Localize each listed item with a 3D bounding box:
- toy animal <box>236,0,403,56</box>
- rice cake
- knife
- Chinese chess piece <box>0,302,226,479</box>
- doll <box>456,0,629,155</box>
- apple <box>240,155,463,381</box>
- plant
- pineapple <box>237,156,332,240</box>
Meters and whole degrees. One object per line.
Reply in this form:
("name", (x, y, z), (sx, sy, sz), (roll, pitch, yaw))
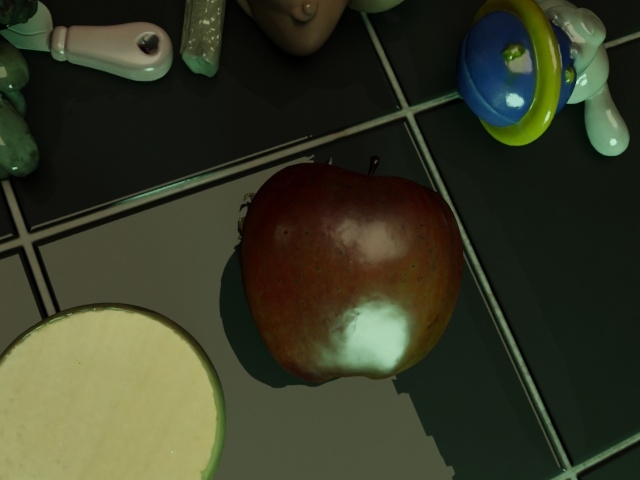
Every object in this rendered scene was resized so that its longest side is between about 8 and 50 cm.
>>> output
("toy animal", (0.006, -0.348, 0.819), (0.229, 0.210, 0.221), (14, 62, 27))
("rice cake", (-0.139, -0.332, 0.863), (0.052, 0.057, 0.256), (2, 76, 7))
("knife", (-0.345, -0.253, 0.811), (0.335, 0.043, 0.081), (8, 76, -8))
("Chinese chess piece", (-0.223, 0.189, 0.701), (0.250, 0.097, 0.251), (3, 77, -12))
("doll", (0.282, -0.266, 0.879), (0.242, 0.159, 0.311), (-8, 75, -12))
("apple", (0.033, 0.027, 0.687), (0.234, 0.234, 0.234), (3, 76, -11))
("plant", (-0.374, -0.195, 0.715), (0.146, 0.149, 0.275), (5, 105, 21))
("pineapple", (0.000, 0.000, 0.817), (0.221, 0.047, 0.221), (2, 76, -10))
